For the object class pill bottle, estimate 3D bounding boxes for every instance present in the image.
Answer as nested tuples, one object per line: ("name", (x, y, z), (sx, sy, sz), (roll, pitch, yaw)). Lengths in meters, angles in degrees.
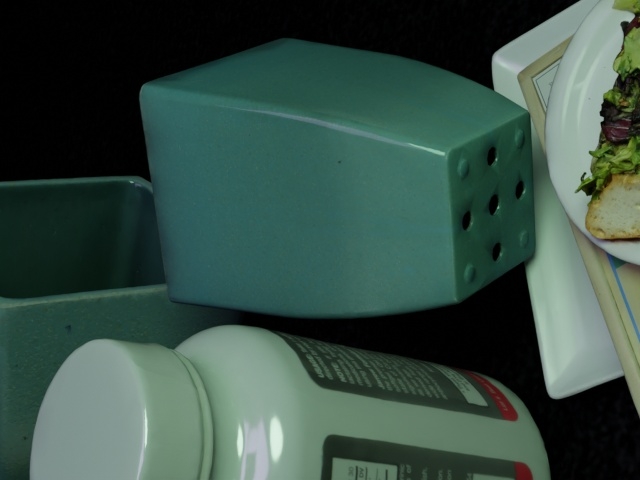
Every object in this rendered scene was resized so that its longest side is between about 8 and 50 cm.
("pill bottle", (-0.015, 0.151, 0.832), (0.176, 0.318, 0.176), (-20, 63, 46))

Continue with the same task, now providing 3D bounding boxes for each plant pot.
("plant pot", (-0.240, 0.104, 1.187), (0.247, 0.248, 0.252), (38, 124, 48))
("plant pot", (0.022, -0.039, 0.897), (0.234, 0.166, 0.165), (11, 115, 38))

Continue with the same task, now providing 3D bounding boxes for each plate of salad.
("plate of salad", (0.206, -0.083, 0.730), (0.200, 0.048, 0.200), (-17, 65, 42))

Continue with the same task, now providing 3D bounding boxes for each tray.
("tray", (0.195, -0.039, 0.867), (0.145, 0.030, 0.270), (-29, 58, 43))

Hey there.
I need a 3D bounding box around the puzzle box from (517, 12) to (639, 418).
("puzzle box", (0.312, -0.087, 0.698), (0.409, 0.052, 0.272), (-35, 55, 32))
